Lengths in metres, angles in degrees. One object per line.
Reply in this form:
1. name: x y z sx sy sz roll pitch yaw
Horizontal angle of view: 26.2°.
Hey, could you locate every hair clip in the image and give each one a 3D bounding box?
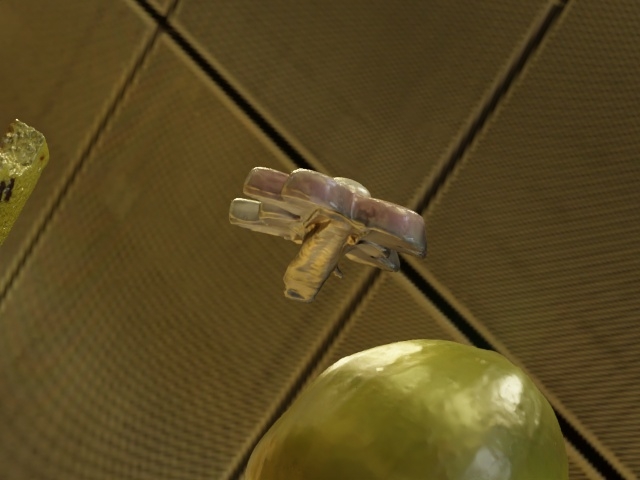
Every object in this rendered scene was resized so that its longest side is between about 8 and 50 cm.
1. hair clip: 0.003 -0.007 1.029 0.257 0.146 0.075 126 -12 -74

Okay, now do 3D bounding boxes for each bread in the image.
1. bread: -0.348 -0.032 1.409 0.049 0.088 0.226 16 -120 14

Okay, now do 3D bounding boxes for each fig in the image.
1. fig: 0.105 0.254 1.449 0.343 0.343 0.343 -9 -105 39
